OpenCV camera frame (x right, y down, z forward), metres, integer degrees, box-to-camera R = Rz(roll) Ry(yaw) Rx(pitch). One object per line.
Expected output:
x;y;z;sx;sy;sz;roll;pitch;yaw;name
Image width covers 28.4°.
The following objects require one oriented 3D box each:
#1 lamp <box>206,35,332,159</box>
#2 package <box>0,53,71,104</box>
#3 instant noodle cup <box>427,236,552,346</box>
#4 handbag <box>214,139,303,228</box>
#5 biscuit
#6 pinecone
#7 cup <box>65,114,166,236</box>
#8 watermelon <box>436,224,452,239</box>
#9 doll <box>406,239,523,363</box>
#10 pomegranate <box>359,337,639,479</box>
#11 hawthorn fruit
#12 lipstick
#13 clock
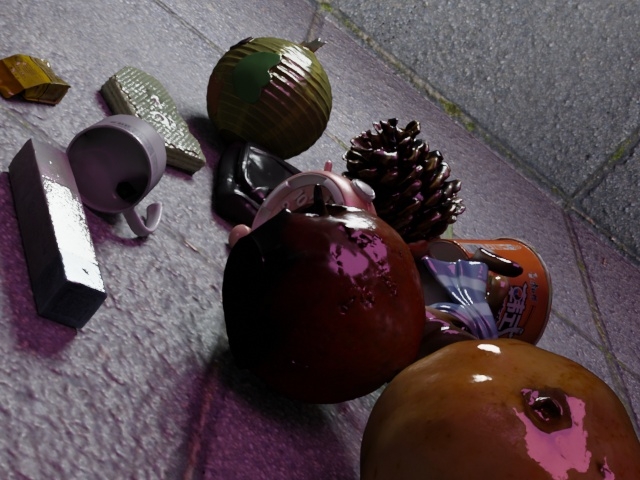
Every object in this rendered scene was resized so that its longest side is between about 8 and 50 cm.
-0.083;-0.292;2.437;0.250;0.284;0.250;33;-15;10;lamp
-0.464;-0.258;2.015;0.071;0.047;0.131;52;20;18;package
0.280;0.102;2.374;0.192;0.250;0.250;11;35;-42;instant noodle cup
-0.065;-0.057;2.287;0.275;0.088;0.244;36;24;-19;handbag
-0.303;-0.226;2.239;0.150;0.052;0.252;20;29;-45;biscuit
0.146;-0.098;2.395;0.272;0.224;0.224;55;13;-24;pinecone
-0.285;-0.110;1.910;0.173;0.134;0.142;39;18;-3;cup
0.166;-0.039;2.625;0.231;0.193;0.310;52;26;-32;watermelon
0.185;0.133;2.091;0.339;0.318;0.209;-84;154;-60;doll
0.239;0.336;1.625;0.411;0.411;0.411;36;21;-16;pomegranate
-0.001;0.094;1.806;0.316;0.316;0.316;36;21;-16;hawthorn fruit
-0.355;-0.017;1.683;0.068;0.066;0.317;25;26;-36;lipstick
0.000;0.000;2.054;0.142;0.241;0.227;25;25;-45;clock
